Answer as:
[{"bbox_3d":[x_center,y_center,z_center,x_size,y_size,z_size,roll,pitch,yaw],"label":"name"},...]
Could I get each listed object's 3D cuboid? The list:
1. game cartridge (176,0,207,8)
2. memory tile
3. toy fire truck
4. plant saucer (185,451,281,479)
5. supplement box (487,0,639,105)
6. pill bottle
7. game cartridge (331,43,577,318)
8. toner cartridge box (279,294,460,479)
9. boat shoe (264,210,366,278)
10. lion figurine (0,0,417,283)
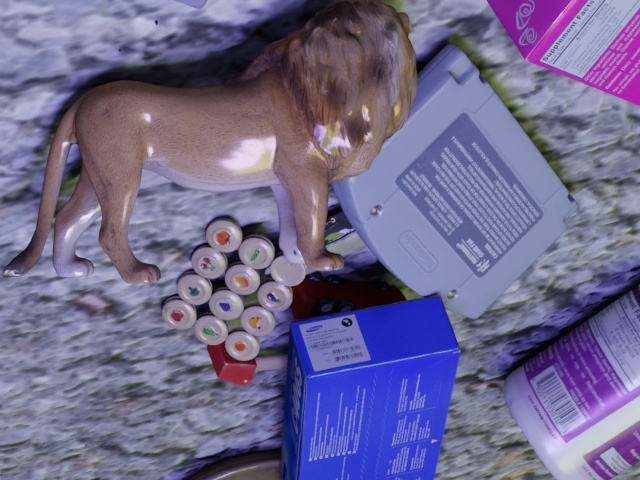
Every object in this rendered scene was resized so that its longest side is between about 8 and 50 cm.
[{"bbox_3d":[-0.186,-0.324,1.334,0.355,0.068,0.230,17,119,-36],"label":"game cartridge"},{"bbox_3d":[-0.089,0.052,1.741,0.113,0.012,0.148,28,120,-7],"label":"memory tile"},{"bbox_3d":[-0.011,0.099,1.837,0.192,0.047,0.135,8,128,-32],"label":"toy fire truck"},{"bbox_3d":[-0.089,0.346,2.050,0.278,0.041,0.278,-12,136,-12],"label":"plant saucer"},{"bbox_3d":[0.282,-0.212,1.618,0.220,0.111,0.114,18,124,-36],"label":"supplement box"},{"bbox_3d":[0.376,0.149,1.975,0.301,0.169,0.169,-35,136,12],"label":"pill bottle"},{"bbox_3d":[0.132,-0.045,1.724,0.196,0.060,0.294,-47,136,-3],"label":"game cartridge"},{"bbox_3d":[0.046,0.201,1.846,0.165,0.075,0.348,-8,143,-11],"label":"toner cartridge box"},{"bbox_3d":[0.000,0.001,1.752,0.133,0.042,0.049,-25,156,-2],"label":"boat shoe"},{"bbox_3d":[-0.100,-0.089,1.535,0.392,0.142,0.240,-5,96,-9],"label":"lion figurine"}]
